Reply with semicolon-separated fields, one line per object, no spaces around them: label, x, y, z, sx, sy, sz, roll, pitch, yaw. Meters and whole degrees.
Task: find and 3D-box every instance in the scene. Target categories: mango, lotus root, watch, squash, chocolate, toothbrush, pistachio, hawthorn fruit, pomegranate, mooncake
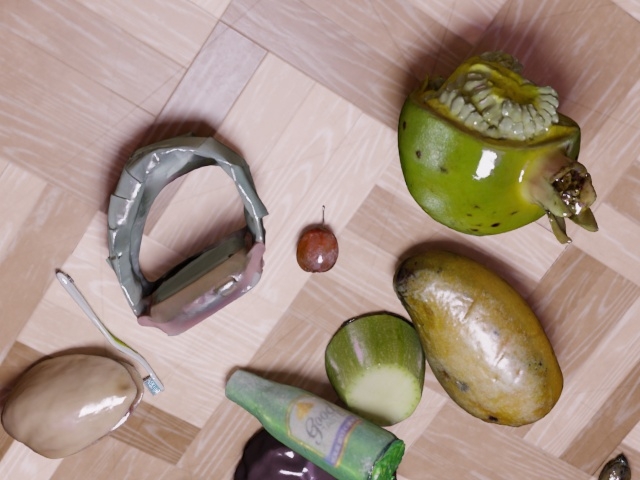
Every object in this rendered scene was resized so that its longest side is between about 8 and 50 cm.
mango;0.251;0.147;1.656;0.176;0.175;0.329;-31;97;-19
lotus root;0.522;0.428;1.875;0.054;0.049;0.099;16;104;-14
watch;-0.199;-0.021;1.510;0.253;0.162;0.241;-33;107;5
squash;0.092;0.211;1.676;0.170;0.123;0.170;-1;115;-3
chocolate;-0.018;0.283;1.625;0.291;0.110;0.110;25;113;25
toothbrush;-0.321;0.143;1.626;0.026;0.022;0.263;-36;115;-6
pistachio;-0.381;0.251;1.608;0.223;0.126;0.152;-14;76;4
hawthorn fruit;0.000;0.000;1.605;0.067;0.067;0.103;18;79;-16
pomegranate;0.249;-0.112;1.452;0.260;0.340;0.260;-18;132;-21
mooncake;-0.003;0.425;1.739;0.283;0.141;0.283;-3;111;-7
